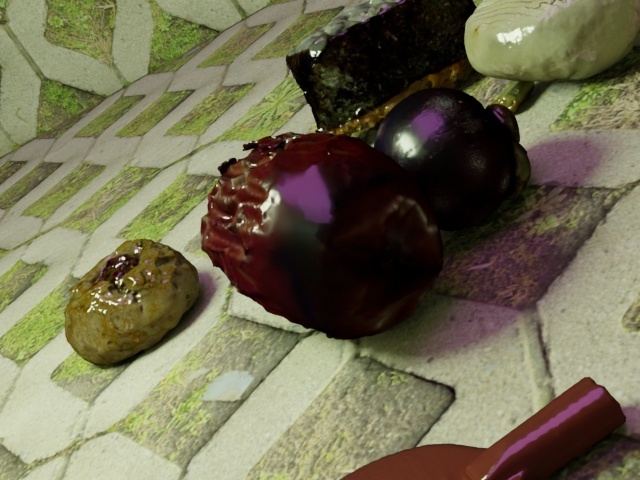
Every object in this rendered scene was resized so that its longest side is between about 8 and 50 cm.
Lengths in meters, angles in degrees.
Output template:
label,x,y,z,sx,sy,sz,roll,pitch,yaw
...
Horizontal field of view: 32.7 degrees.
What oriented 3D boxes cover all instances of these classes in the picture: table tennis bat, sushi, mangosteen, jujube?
label,x,y,z,sx,sy,sz,roll,pitch,yaw
table tennis bat,0.085,0.257,0.945,0.415,0.051,0.268,-36,23,-3
sushi,0.118,-0.317,1.868,0.348,0.207,0.234,-27,11,0
mangosteen,0.181,-0.108,1.404,0.230,0.194,0.194,-13,15,-23
jujube,-0.008,-0.009,1.329,0.258,0.258,0.377,-37,20,-9

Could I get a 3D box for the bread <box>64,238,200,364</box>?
label,x,y,z,sx,sy,sz,roll,pitch,yaw
bread,-0.299,0.087,1.700,0.230,0.123,0.230,-30,21,13

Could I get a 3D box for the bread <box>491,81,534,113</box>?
label,x,y,z,sx,sy,sz,roll,pitch,yaw
bread,0.292,-0.218,1.642,0.049,0.033,0.088,-25,17,49

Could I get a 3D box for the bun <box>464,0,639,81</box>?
label,x,y,z,sx,sy,sz,roll,pitch,yaw
bun,0.349,-0.316,1.582,0.273,0.168,0.273,-24,26,13
